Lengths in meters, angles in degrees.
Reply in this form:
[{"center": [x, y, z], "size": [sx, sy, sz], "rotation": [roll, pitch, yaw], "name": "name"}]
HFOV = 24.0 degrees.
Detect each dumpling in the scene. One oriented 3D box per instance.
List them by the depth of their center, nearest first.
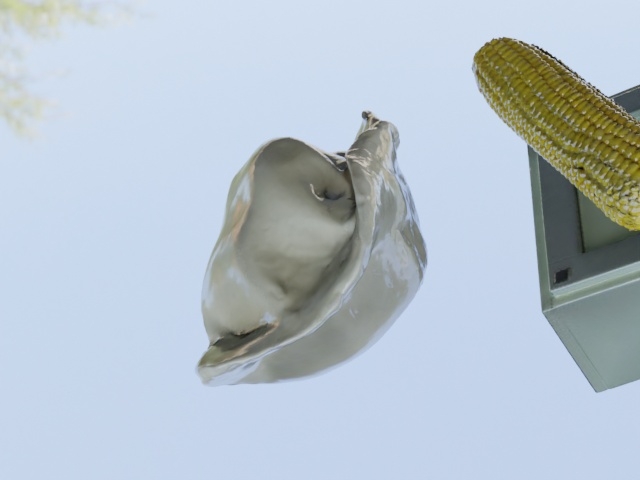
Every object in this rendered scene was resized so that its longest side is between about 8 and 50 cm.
[{"center": [0.000, 0.000, 0.934], "size": [0.132, 0.162, 0.250], "rotation": [39, -145, -8], "name": "dumpling"}]

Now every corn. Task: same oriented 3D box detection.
[{"center": [0.194, -0.084, 1.140], "size": [0.072, 0.072, 0.203], "rotation": [-23, -127, -31], "name": "corn"}]

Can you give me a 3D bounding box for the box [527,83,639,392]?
[{"center": [0.295, -0.027, 1.219], "size": [0.225, 0.117, 0.225], "rotation": [-22, -142, 22], "name": "box"}]
